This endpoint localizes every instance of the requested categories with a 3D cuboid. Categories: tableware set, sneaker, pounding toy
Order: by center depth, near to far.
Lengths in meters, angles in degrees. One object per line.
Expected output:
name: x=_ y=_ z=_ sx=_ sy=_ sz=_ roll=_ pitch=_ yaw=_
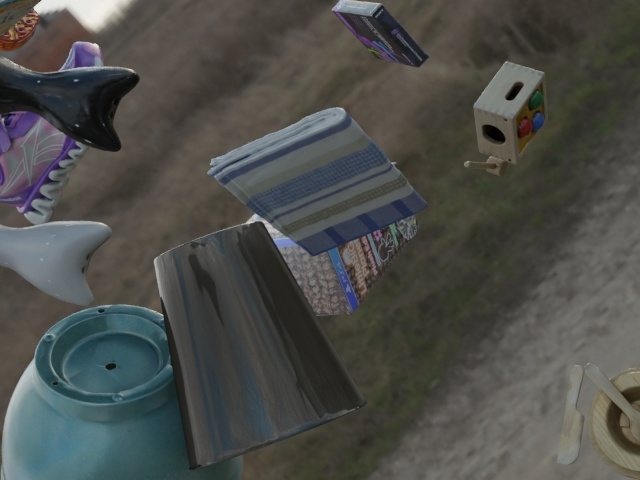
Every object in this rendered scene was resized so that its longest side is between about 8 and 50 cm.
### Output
tableware set: x=0.232 y=0.188 z=0.938 sx=0.039 sy=0.128 sz=0.194 roll=34 pitch=-116 yaw=-66
sneaker: x=-0.311 y=-0.121 z=1.375 sx=0.236 sy=0.105 sz=0.095 roll=-56 pitch=30 yaw=31
sneaker: x=-0.369 y=-0.255 z=1.483 sx=0.175 sy=0.064 sz=0.067 roll=-110 pitch=38 yaw=-58
pounding toy: x=0.350 y=-0.190 z=2.339 sx=0.094 sy=0.206 sz=0.181 roll=22 pitch=60 yaw=28

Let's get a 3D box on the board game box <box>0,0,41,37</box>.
board game box: x=-0.389 y=-0.252 z=1.227 sx=0.144 sy=0.142 sz=0.275 roll=-26 pitch=5 yaw=-33

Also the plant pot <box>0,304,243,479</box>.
plant pot: x=-0.239 y=0.202 z=1.480 sx=0.293 sy=0.293 sz=0.196 roll=-58 pitch=-24 yaw=-48

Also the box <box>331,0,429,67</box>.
box: x=0.091 y=-0.322 z=1.947 sx=0.029 sy=0.116 sz=0.162 roll=-49 pitch=24 yaw=-6

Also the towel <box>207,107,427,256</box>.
towel: x=0.003 y=-0.076 z=1.738 sx=0.209 sy=0.285 sz=0.034 roll=-22 pitch=57 yaw=19

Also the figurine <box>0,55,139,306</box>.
figurine: x=-0.267 y=-0.056 z=1.028 sx=0.092 sy=0.210 sz=0.214 roll=156 pitch=122 yaw=-85

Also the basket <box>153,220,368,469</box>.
basket: x=-0.082 y=0.105 z=1.358 sx=0.204 sy=0.226 sz=0.154 roll=-19 pitch=-4 yaw=-2

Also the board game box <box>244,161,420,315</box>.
board game box: x=0.000 y=0.000 z=2.211 sx=0.232 sy=0.141 sz=0.291 roll=-5 pitch=27 yaw=34
